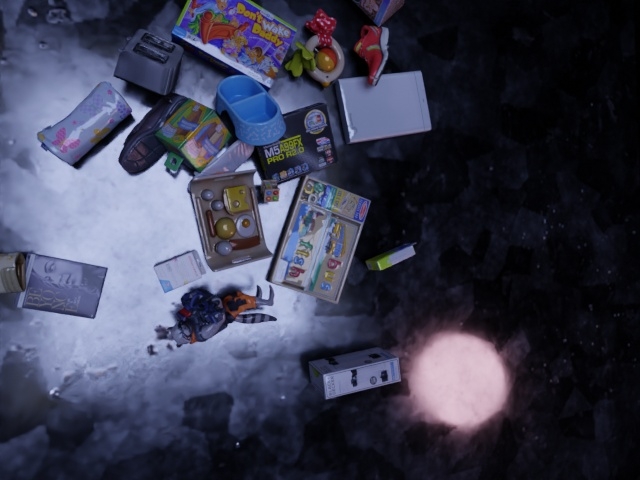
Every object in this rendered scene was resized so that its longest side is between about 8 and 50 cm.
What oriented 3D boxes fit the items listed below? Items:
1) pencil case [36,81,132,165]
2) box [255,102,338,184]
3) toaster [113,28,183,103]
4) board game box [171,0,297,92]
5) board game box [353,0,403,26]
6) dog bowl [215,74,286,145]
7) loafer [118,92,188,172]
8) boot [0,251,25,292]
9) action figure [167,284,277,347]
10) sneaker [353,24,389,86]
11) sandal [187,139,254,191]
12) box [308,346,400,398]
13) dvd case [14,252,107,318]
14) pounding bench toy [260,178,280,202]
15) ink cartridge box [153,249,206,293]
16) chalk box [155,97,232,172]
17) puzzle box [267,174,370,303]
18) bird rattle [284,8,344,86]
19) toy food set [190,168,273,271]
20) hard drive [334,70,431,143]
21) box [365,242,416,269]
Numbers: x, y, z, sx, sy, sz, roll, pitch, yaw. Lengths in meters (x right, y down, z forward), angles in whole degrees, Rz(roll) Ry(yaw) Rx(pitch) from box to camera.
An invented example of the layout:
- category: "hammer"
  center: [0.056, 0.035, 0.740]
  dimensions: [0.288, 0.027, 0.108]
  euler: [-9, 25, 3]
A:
- category: "pencil case"
  center: [-0.703, -0.351, 1.308]
  dimensions: [0.124, 0.113, 0.273]
  euler: [43, 78, 6]
- category: "box"
  center: [-0.086, -0.333, 1.508]
  dimensions: [0.270, 0.060, 0.216]
  euler: [-22, 118, -17]
- category: "toaster"
  center: [-0.515, -0.539, 1.334]
  dimensions: [0.186, 0.110, 0.168]
  euler: [20, 44, -18]
- category: "board game box"
  center: [-0.284, -0.686, 1.460]
  dimensions: [0.347, 0.078, 0.233]
  euler: [24, 83, -17]
- category: "board game box"
  center: [0.176, -0.945, 1.499]
  dimensions: [0.291, 0.232, 0.141]
  euler: [44, 78, 0]
- category: "dog bowl"
  center: [-0.229, -0.427, 1.396]
  dimensions: [0.166, 0.074, 0.297]
  euler: [-27, 61, -19]
- category: "loafer"
  center: [-0.534, -0.347, 1.386]
  dimensions: [0.095, 0.109, 0.302]
  euler: [32, 78, 27]
- category: "boot"
  center: [-0.961, 0.038, 1.227]
  dimensions: [0.203, 0.095, 0.262]
  euler: [-9, 98, -12]
- category: "action figure"
  center: [-0.297, 0.239, 1.344]
  dimensions: [0.330, 0.341, 0.178]
  euler: [-20, 104, -20]
- category: "sneaker"
  center: [0.177, -0.674, 1.587]
  dimensions: [0.118, 0.107, 0.279]
  euler: [10, 60, -9]
- category: "sandal"
  center: [-0.333, -0.253, 1.448]
  dimensions: [0.265, 0.076, 0.102]
  euler: [-42, 143, -3]
- category: "box"
  center: [0.120, 0.471, 1.569]
  dimensions: [0.290, 0.169, 0.087]
  euler: [-7, 93, -18]
- category: "dvd case"
  center: [-0.792, 0.142, 1.335]
  dimensions: [0.221, 0.018, 0.164]
  euler: [14, 87, -18]
- category: "pounding bench toy"
  center: [-0.170, -0.153, 1.472]
  dimensions: [0.052, 0.065, 0.083]
  euler: [-6, 134, -19]
- category: "ink cartridge box"
  center: [-0.452, 0.097, 1.410]
  dimensions: [0.143, 0.090, 0.092]
  euler: [-22, 98, -18]
- category: "chalk box"
  center: [-0.412, -0.313, 1.368]
  dimensions: [0.132, 0.132, 0.213]
  euler: [30, 75, 29]
- category: "puzzle box"
  center: [0.000, 0.000, 1.581]
  dimensions: [0.272, 0.052, 0.409]
  euler: [19, 85, -19]
- category: "bird rattle"
  center: [-0.004, -0.670, 1.558]
  dimensions: [0.207, 0.143, 0.253]
  euler: [42, 65, -26]
- category: "toy food set"
  center: [-0.283, -0.070, 1.431]
  dimensions: [0.220, 0.092, 0.306]
  euler: [-15, 102, -29]
- category: "hard drive"
  center: [0.243, -0.510, 1.657]
  dimensions: [0.353, 0.047, 0.233]
  euler: [-13, 95, -17]
- category: "box"
  center: [0.271, 0.060, 1.643]
  dimensions: [0.178, 0.109, 0.042]
  euler: [-23, 94, -17]
